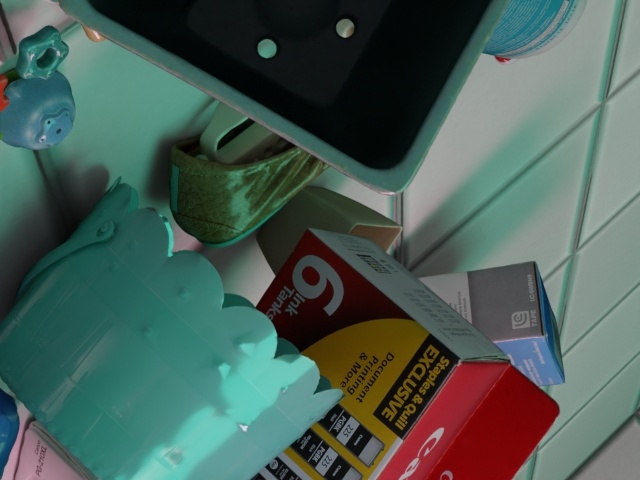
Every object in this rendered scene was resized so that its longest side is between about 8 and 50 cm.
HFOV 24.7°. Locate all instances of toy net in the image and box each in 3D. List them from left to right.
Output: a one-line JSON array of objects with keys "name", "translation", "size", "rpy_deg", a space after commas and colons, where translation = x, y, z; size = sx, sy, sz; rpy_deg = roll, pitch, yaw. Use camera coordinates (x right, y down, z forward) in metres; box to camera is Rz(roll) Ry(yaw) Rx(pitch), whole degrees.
[{"name": "toy net", "translation": [-0.203, -0.150, 1.026], "size": [0.122, 0.045, 0.232], "rpy_deg": [-20, 141, -44]}]

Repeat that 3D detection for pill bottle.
[{"name": "pill bottle", "translation": [0.133, -0.247, 1.319], "size": [0.264, 0.146, 0.146], "rpy_deg": [-2, 129, -59]}]

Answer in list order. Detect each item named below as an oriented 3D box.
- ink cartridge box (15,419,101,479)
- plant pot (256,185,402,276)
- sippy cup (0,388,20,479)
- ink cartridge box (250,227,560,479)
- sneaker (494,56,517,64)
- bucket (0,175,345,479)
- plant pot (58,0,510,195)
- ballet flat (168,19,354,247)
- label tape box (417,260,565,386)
[{"name": "ink cartridge box", "translation": [-0.193, 0.226, 1.518], "size": [0.237, 0.100, 0.172], "rpy_deg": [-25, 146, -42]}, {"name": "plant pot", "translation": [0.000, 0.000, 1.517], "size": [0.109, 0.096, 0.109], "rpy_deg": [-57, 154, 16]}, {"name": "sippy cup", "translation": [-0.344, 0.184, 1.081], "size": [0.224, 0.240, 0.305], "rpy_deg": [-61, 165, -1]}, {"name": "ink cartridge box", "translation": [0.027, 0.192, 1.391], "size": [0.309, 0.272, 0.130], "rpy_deg": [-57, 154, 13]}, {"name": "sneaker", "translation": [0.218, -0.249, 1.584], "size": [0.118, 0.042, 0.067], "rpy_deg": [-60, 158, 7]}, {"name": "bucket", "translation": [-0.137, 0.102, 1.238], "size": [0.183, 0.281, 0.281], "rpy_deg": [-45, 156, -4]}, {"name": "plant pot", "translation": [-0.007, -0.189, 1.022], "size": [0.248, 0.247, 0.252], "rpy_deg": [-61, -176, -2]}, {"name": "ballet flat", "translation": [-0.005, -0.131, 1.335], "size": [0.342, 0.116, 0.124], "rpy_deg": [-35, 133, -20]}, {"name": "label tape box", "translation": [0.131, 0.132, 1.868], "size": [0.333, 0.106, 0.241], "rpy_deg": [-9, 158, 12]}]
